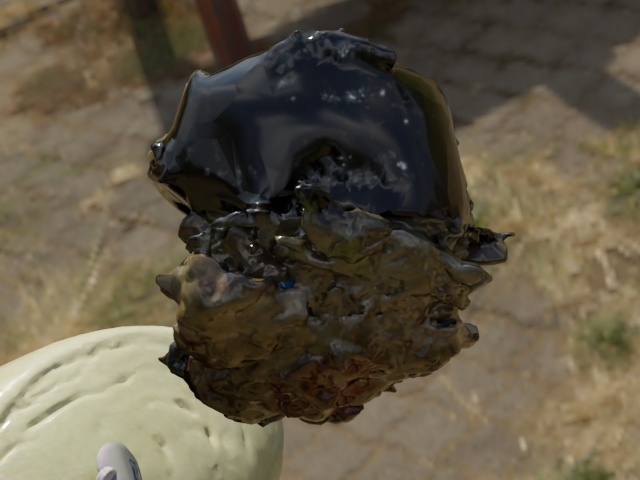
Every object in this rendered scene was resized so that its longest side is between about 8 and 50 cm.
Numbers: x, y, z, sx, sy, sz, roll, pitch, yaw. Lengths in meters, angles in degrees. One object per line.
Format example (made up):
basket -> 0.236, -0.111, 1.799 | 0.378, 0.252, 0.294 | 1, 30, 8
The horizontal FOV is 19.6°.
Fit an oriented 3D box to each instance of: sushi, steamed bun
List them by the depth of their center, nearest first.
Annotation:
sushi -> 0.001, 0.005, 1.208 | 0.239, 0.225, 0.218 | -5, 67, 12
steamed bun -> -0.265, 0.272, 1.538 | 0.456, 0.290, 0.371 | -54, 7, -37

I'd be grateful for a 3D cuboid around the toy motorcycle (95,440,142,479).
toy motorcycle -> -0.166, 0.153, 0.920 | 0.221, 0.102, 0.150 | 22, 70, 23
